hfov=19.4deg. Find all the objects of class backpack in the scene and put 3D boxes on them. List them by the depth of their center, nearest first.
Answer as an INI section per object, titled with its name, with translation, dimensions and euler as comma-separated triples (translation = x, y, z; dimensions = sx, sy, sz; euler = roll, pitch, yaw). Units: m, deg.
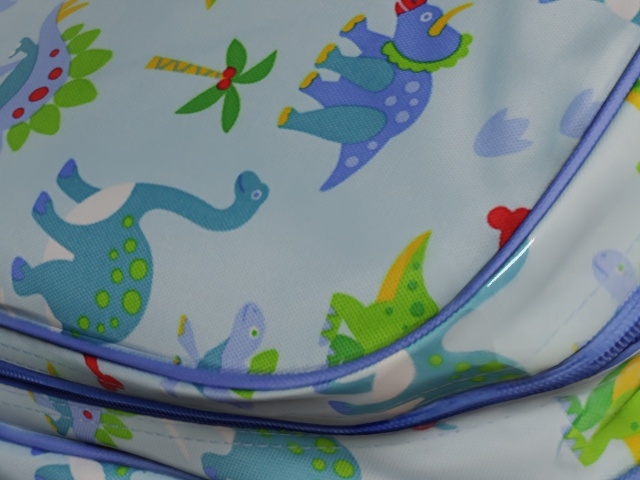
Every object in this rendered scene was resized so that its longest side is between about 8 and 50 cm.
[backpack]
translation = 0.000, 0.000, 0.578
dimensions = 0.356, 0.273, 0.290
euler = 28, 60, 25
